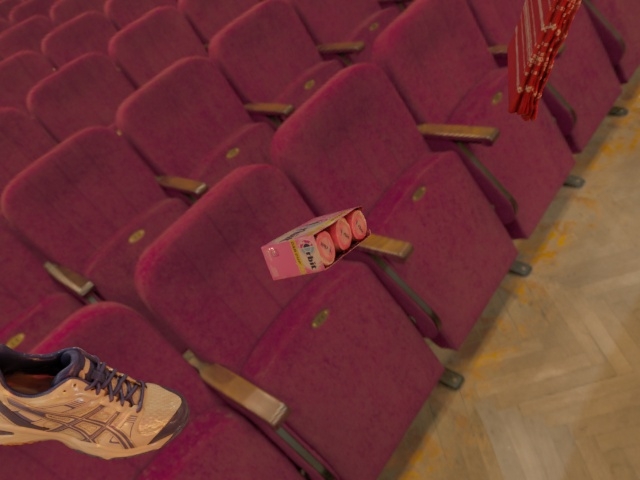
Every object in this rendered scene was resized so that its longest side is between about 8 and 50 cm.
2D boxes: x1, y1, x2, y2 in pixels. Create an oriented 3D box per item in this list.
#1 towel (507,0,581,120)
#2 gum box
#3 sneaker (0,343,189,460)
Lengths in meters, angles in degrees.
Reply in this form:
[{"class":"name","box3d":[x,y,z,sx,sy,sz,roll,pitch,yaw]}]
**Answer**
[{"class":"towel","box3d":[0.242,-0.276,0.525,0.031,0.274,0.198,15,42,5]},{"class":"gum box","box3d":[0.000,0.000,0.926,0.107,0.062,0.188,-14,11,33]},{"class":"sneaker","box3d":[-0.317,0.214,0.732,0.297,0.130,0.111,11,31,-27]}]
